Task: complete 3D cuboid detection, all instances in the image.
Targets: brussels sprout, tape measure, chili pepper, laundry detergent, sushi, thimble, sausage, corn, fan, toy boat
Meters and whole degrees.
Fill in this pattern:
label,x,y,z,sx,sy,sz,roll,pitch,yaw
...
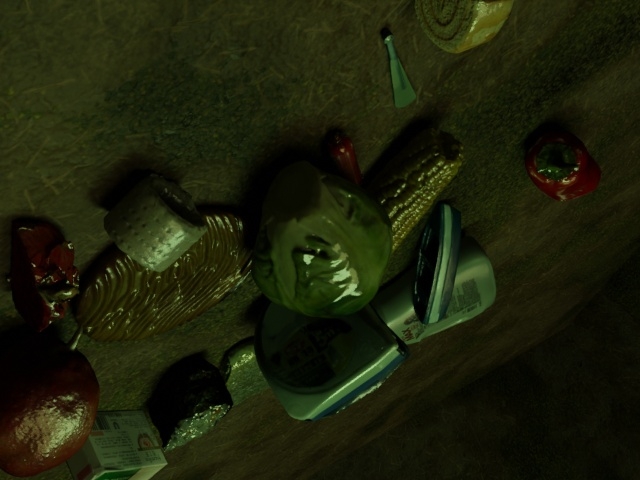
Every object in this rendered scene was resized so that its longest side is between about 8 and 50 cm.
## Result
label,x,y,z,sx,sy,sz,roll,pitch,yaw
brussels sprout,0.000,0.000,1.163,0.271,0.219,0.210,64,42,-52
tape measure,0.005,0.200,1.472,0.259,0.262,0.138,-36,162,3
chili pepper,0.500,-0.169,1.577,0.134,0.131,0.338,-18,168,27
laundry detergent,0.238,0.171,1.846,0.397,0.125,0.264,-29,141,-4
sushi,-0.271,0.345,1.551,0.136,0.126,0.225,-15,151,-37
thimble,-0.215,-0.023,0.977,0.090,0.102,0.115,-43,163,11
sausage,0.037,-0.127,1.170,0.048,0.050,0.145,5,159,13
corn,0.120,-0.052,1.330,0.120,0.120,0.363,-3,141,-49
fan,0.111,-0.246,1.083,0.038,0.016,0.193,-33,156,3
toy boat,0.263,0.049,1.654,0.061,0.096,0.299,-2,121,-13

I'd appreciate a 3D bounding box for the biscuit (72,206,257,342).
label,x,y,z,sx,sy,sz,roll,pitch,yaw
biscuit,-0.237,0.063,1.182,0.317,0.040,0.318,-28,154,-15

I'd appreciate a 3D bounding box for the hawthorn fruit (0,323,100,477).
label,x,y,z,sx,sy,sz,roll,pitch,yaw
hawthorn fruit,-0.412,0.231,1.106,0.251,0.189,0.189,-48,153,13

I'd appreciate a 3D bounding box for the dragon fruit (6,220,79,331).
label,x,y,z,sx,sy,sz,roll,pitch,yaw
dragon fruit,-0.343,0.054,0.952,0.083,0.106,0.162,-15,147,-38

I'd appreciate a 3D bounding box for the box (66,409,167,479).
label,x,y,z,sx,sy,sz,roll,pitch,yaw
box,-0.416,0.418,1.489,0.081,0.135,0.199,-41,154,16

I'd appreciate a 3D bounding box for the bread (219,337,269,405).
label,x,y,z,sx,sy,sz,roll,pitch,yaw
bread,-0.146,0.298,1.711,0.207,0.056,0.287,-19,153,-27

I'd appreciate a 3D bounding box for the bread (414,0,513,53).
label,x,y,z,sx,sy,sz,roll,pitch,yaw
bread,0.182,-0.311,0.928,0.073,0.122,0.149,-28,156,-23
